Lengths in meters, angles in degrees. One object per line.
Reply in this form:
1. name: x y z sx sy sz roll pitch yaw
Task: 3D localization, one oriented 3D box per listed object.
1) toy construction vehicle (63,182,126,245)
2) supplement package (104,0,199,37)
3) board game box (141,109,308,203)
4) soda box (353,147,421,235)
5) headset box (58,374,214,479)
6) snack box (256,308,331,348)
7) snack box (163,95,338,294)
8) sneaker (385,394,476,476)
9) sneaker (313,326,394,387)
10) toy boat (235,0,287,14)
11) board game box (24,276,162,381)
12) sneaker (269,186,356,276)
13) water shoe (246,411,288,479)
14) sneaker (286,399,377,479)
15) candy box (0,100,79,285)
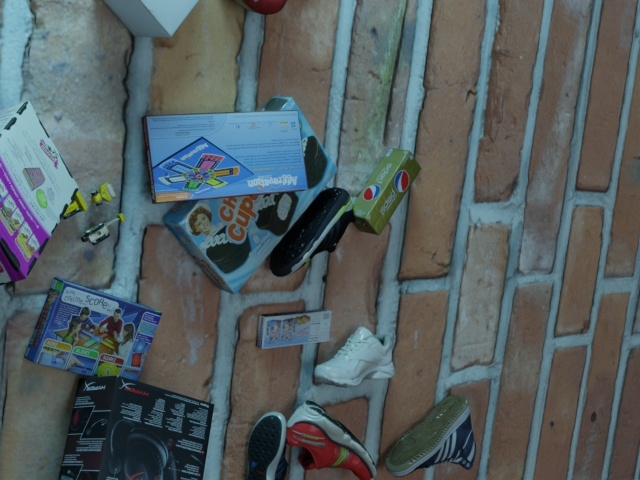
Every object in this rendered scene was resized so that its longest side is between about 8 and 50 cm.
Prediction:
1. toy construction vehicle: -0.364 -0.042 1.471 0.098 0.035 0.086 -39 113 -34
2. supplement package: -0.242 -0.416 1.443 0.179 0.105 0.105 -57 132 -19
3. board game box: -0.157 -0.145 1.576 0.281 0.027 0.145 -6 87 -29
4. soda box: 0.132 -0.101 1.910 0.181 0.058 0.061 -57 132 -18
5. headset box: -0.303 0.387 1.499 0.218 0.110 0.293 27 61 -44
6. snack box: -0.050 0.173 1.826 0.178 0.022 0.064 -1 101 -44
7. snack box: -0.118 -0.084 1.672 0.322 0.060 0.187 -51 128 -22
8. sneaker: 0.266 0.497 2.153 0.282 0.099 0.153 -34 120 -37
9. sneaker: 0.067 0.238 1.921 0.232 0.090 0.115 -4 96 -52
10. toy boat: -0.061 -0.491 1.567 0.151 0.151 0.231 44 69 -40
11. board game box: -0.365 0.152 1.510 0.201 0.035 0.136 26 82 -44
12. sneaker: 0.000 0.000 1.789 0.235 0.084 0.097 -49 130 -24
13. water shoe: -0.101 0.428 1.819 0.080 0.072 0.203 -3 107 -65
14. sneaker: 0.013 0.432 1.916 0.118 0.107 0.279 -46 127 -3
15. candy box: -0.433 -0.068 1.282 0.233 0.071 0.159 -79 152 -55
